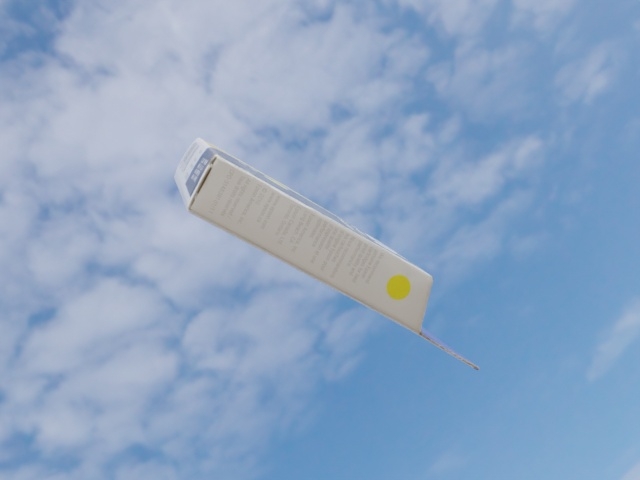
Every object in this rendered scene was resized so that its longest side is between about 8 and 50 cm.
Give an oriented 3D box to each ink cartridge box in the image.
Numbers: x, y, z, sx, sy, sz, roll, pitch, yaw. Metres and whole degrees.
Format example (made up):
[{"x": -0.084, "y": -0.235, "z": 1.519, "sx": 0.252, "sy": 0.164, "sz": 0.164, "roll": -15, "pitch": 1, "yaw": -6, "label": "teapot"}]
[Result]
[{"x": 0.000, "y": 0.000, "z": 0.897, "sx": 0.307, "sy": 0.303, "sz": 0.072, "roll": 28, "pitch": -88, "yaw": -15, "label": "ink cartridge box"}]
